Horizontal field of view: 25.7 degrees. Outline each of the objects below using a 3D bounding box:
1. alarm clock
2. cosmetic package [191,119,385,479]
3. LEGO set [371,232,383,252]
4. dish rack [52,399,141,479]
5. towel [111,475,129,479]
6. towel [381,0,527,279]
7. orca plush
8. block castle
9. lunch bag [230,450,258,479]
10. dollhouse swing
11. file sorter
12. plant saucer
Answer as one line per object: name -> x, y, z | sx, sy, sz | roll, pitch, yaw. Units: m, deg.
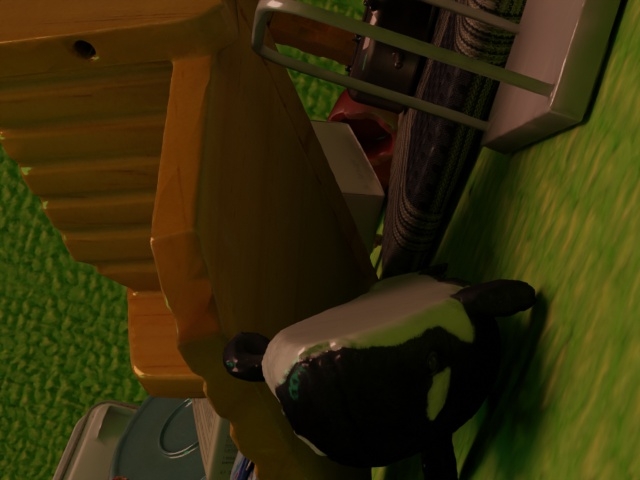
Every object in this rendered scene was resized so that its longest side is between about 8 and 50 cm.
alarm clock -> 0.060, -0.176, 1.249 | 0.192, 0.064, 0.129 | 103, -179, -77
cosmetic package -> -0.039, 0.056, 1.293 | 0.160, 0.113, 0.309 | -110, 29, -58
LEGO set -> 0.000, 0.000, 1.400 | 0.107, 0.132, 0.287 | -93, -1, -66
dish rack -> -0.233, 0.355, 1.908 | 0.332, 0.286, 0.072 | -74, -3, -49
towel -> -0.096, 0.304, 0.892 | 0.199, 0.031, 0.274 | 6, 88, 50
towel -> 0.119, -0.159, 1.132 | 0.324, 0.056, 0.312 | -80, 6, -56
orca plush -> 0.032, 0.080, 0.710 | 0.287, 0.151, 0.102 | -169, 66, -84
block castle -> -0.079, -0.075, 1.652 | 0.453, 0.303, 0.212 | 111, 175, -55
lunch bag -> -0.027, 0.200, 1.144 | 0.176, 0.090, 0.219 | -82, 10, -59
dollhouse swing -> -0.121, 0.026, 0.932 | 0.346, 0.315, 0.305 | 65, -148, -40
file sorter -> 0.087, -0.213, 0.779 | 0.193, 0.173, 0.277 | 165, 124, -86
plant saucer -> -0.158, 0.245, 1.804 | 0.318, 0.043, 0.317 | -29, 30, 19
